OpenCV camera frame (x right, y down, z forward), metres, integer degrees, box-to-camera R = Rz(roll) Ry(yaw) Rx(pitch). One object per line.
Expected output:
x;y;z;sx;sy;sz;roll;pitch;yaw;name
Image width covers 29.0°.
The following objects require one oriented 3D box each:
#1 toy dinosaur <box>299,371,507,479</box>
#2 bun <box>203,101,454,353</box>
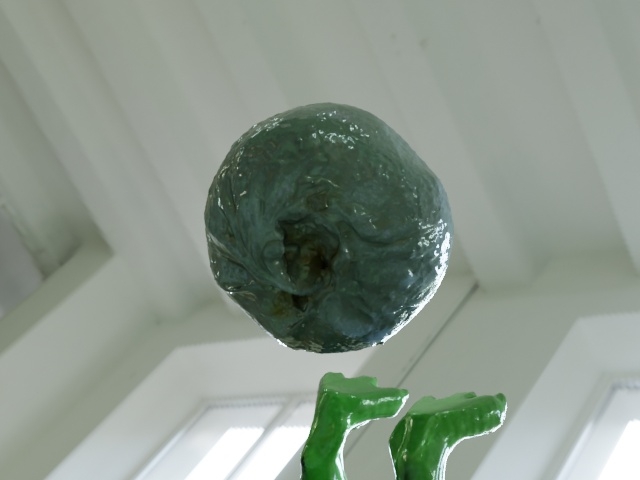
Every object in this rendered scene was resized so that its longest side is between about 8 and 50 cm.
0.003;0.276;0.694;0.144;0.500;0.375;6;-70;35;toy dinosaur
0.000;0.000;0.662;0.140;0.083;0.141;4;-67;10;bun
